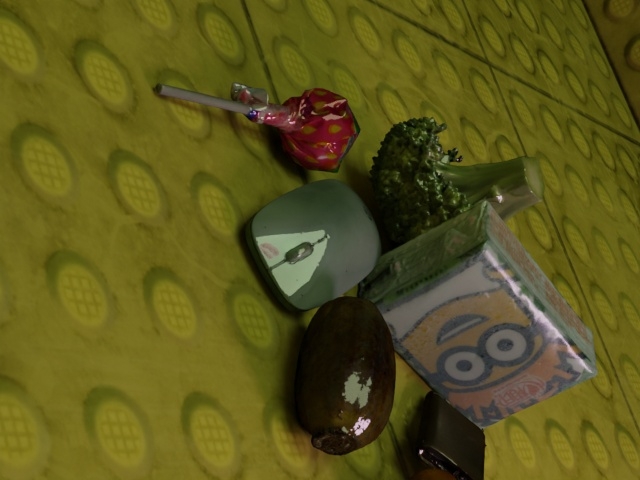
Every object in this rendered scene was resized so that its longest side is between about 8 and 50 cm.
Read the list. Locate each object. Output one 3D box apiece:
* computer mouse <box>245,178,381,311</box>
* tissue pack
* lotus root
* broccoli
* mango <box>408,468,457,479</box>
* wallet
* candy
[{"bbox_3d":[0.005,-0.003,1.977,0.159,0.097,0.288,63,25,-1],"label":"computer mouse"},{"bbox_3d":[0.234,0.121,2.113,0.311,0.228,0.128,47,28,-27],"label":"tissue pack"},{"bbox_3d":[0.034,0.169,1.826,0.124,0.123,0.241,37,32,-24],"label":"lotus root"},{"bbox_3d":[0.205,-0.044,2.233,0.288,0.259,0.235,42,65,-40],"label":"broccoli"},{"bbox_3d":[0.155,0.362,1.859,0.159,0.084,0.105,-116,-173,-74],"label":"mango"},{"bbox_3d":[0.185,0.285,2.015,0.110,0.031,0.198,38,16,-4],"label":"wallet"},{"bbox_3d":[-0.089,-0.177,2.001,0.365,0.124,0.124,8,56,-45],"label":"candy"}]
